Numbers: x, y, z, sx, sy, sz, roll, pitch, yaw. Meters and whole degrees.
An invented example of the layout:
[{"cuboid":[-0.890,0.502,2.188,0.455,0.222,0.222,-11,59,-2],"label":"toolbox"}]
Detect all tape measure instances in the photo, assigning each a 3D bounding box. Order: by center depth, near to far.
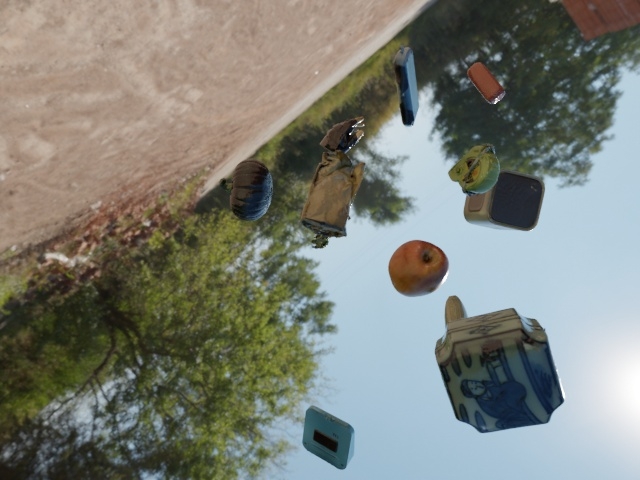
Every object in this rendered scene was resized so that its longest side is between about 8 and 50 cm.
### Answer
[{"cuboid":[0.590,-0.259,1.737,0.200,0.106,0.175,-50,-137,42],"label":"tape measure"}]

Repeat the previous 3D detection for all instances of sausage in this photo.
[{"cuboid":[0.541,-0.519,1.516,0.062,0.154,0.062,-22,157,-10],"label":"sausage"}]

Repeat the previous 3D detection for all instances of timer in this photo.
[{"cuboid":[0.042,0.847,2.024,0.091,0.232,0.250,-33,136,-50],"label":"timer"}]

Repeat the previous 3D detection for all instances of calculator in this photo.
[{"cuboid":[0.315,-0.558,1.681,0.051,0.293,0.173,0,-143,23],"label":"calculator"}]

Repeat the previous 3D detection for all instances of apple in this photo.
[{"cuboid":[0.415,0.124,1.980,0.242,0.242,0.241,-48,172,-30],"label":"apple"}]

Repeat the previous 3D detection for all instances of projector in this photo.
[{"cuboid":[0.831,-0.180,2.114,0.249,0.248,0.248,-159,-99,-82],"label":"projector"}]

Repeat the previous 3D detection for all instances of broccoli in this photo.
[{"cuboid":[0.000,0.000,2.201,0.097,0.095,0.092,5,-162,44],"label":"broccoli"}]

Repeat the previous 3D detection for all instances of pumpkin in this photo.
[{"cuboid":[-0.211,-0.150,1.397,0.150,0.194,0.194,-7,-156,19],"label":"pumpkin"}]

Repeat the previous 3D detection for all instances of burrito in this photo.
[{"cuboid":[0.047,-0.176,1.758,0.135,0.190,0.332,125,-17,-69],"label":"burrito"}]

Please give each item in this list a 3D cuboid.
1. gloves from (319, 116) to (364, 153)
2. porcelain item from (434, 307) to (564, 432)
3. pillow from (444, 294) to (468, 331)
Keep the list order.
[{"cuboid":[0.108,-0.467,2.014,0.164,0.124,0.203,41,-82,40],"label":"gloves"},{"cuboid":[0.459,0.338,1.200,0.286,0.281,0.157,-15,-172,17],"label":"porcelain item"},{"cuboid":[0.663,0.449,2.211,0.120,0.255,0.322,-10,-143,13],"label":"pillow"}]
